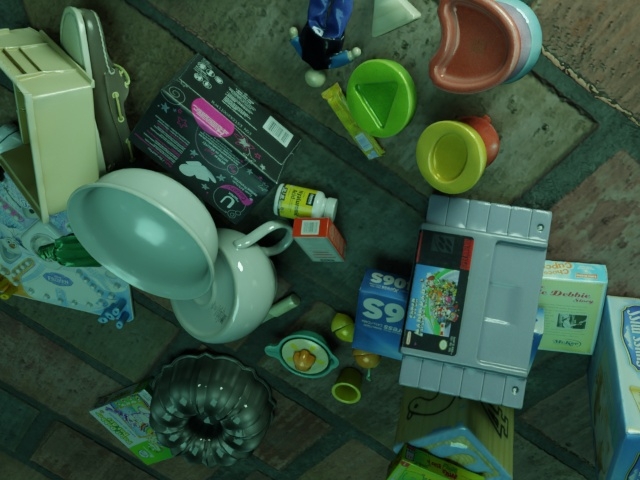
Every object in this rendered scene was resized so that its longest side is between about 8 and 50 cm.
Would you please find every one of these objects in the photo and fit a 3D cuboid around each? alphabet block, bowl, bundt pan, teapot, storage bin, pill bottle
[{"bbox_3d":[0.298,0.413,1.472,0.192,0.197,0.193,-27,114,30],"label":"alphabet block"},{"bbox_3d":[-0.304,-0.033,1.246,0.297,0.134,0.298,17,142,14],"label":"bowl"},{"bbox_3d":[-0.285,0.447,1.688,0.330,0.124,0.331,3,121,6],"label":"bundt pan"},{"bbox_3d":[-0.178,0.085,1.393,0.256,0.187,0.253,-1,93,40],"label":"teapot"},{"bbox_3d":[-0.519,-0.221,1.232,0.260,0.123,0.262,41,139,32],"label":"storage bin"},{"bbox_3d":[-0.028,-0.069,1.302,0.116,0.065,0.065,12,128,8],"label":"pill bottle"}]

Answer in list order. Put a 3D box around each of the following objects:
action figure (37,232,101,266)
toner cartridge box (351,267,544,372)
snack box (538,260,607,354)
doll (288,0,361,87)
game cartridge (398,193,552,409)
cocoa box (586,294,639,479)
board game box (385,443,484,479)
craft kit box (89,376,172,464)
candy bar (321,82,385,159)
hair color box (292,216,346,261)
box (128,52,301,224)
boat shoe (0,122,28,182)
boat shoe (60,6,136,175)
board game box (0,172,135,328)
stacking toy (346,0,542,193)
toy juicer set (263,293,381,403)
[{"bbox_3d":[-0.476,0.009,1.420,0.232,0.063,0.137,-9,131,-28],"label":"action figure"},{"bbox_3d":[0.242,0.174,1.314,0.347,0.075,0.165,12,130,11],"label":"toner cartridge box"},{"bbox_3d":[0.380,0.124,1.320,0.322,0.060,0.187,5,127,14],"label":"snack box"},{"bbox_3d":[0.010,-0.337,1.105,0.129,0.046,0.189,25,129,8],"label":"doll"},{"bbox_3d":[0.273,0.105,1.207,0.230,0.068,0.355,10,86,6],"label":"game cartridge"},{"bbox_3d":[0.618,0.298,1.193,0.228,0.347,0.231,6,126,13],"label":"cocoa box"},{"bbox_3d":[0.239,0.500,1.399,0.181,0.043,0.092,23,128,-1],"label":"board game box"},{"bbox_3d":[-0.479,0.510,1.872,0.246,0.061,0.250,-25,114,33],"label":"craft kit box"},{"bbox_3d":[0.061,-0.208,1.203,0.040,0.018,0.161,-24,116,34],"label":"candy bar"},{"bbox_3d":[0.000,0.000,1.314,0.072,0.043,0.141,0,158,16],"label":"hair color box"},{"bbox_3d":[-0.186,-0.182,1.206,0.247,0.163,0.142,39,129,-14],"label":"box"},{"bbox_3d":[-0.700,-0.146,1.402,0.226,0.083,0.076,-41,96,15],"label":"boat shoe"},{"bbox_3d":[-0.408,-0.275,1.249,0.116,0.096,0.324,38,137,42],"label":"boat shoe"},{"bbox_3d":[-0.642,0.019,1.564,0.390,0.050,0.390,12,128,9],"label":"board game box"},{"bbox_3d":[0.202,-0.267,1.094,0.279,0.130,0.309,34,130,25],"label":"stacking toy"},{"bbox_3d":[-0.018,0.235,1.506,0.329,0.089,0.209,30,128,-5],"label":"toy juicer set"}]
